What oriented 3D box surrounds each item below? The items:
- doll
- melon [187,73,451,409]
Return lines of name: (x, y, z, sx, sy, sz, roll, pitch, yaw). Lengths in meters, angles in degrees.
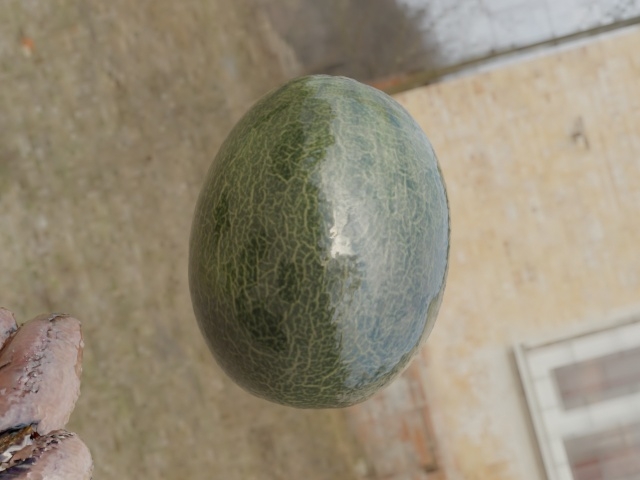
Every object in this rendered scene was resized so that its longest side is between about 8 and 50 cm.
doll: (-0.249, 0.130, 1.006, 0.303, 0.201, 0.156, -72, 150, -42)
melon: (0.000, 0.000, 1.505, 0.237, 0.237, 0.301, 16, 80, -86)
